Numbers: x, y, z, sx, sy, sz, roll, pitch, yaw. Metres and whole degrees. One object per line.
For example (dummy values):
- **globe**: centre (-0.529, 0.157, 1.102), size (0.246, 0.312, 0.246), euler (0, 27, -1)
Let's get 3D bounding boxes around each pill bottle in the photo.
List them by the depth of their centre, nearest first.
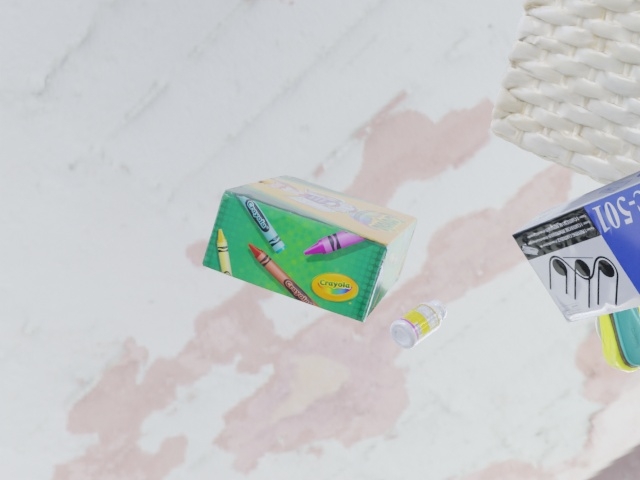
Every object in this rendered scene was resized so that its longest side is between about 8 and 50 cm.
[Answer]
- **pill bottle**: centre (0.136, 0.112, 1.501), size (0.083, 0.043, 0.043), euler (-30, -38, -40)

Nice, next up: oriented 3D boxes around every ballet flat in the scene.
- **ballet flat**: centre (0.422, 0.076, 1.593), size (0.077, 0.077, 0.230), euler (-5, -95, -19)

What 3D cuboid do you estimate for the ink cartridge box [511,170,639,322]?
- **ink cartridge box**: centre (0.247, 0.003, 0.896), size (0.046, 0.207, 0.097), euler (-34, -88, -24)

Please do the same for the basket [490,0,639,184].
- **basket**: centre (0.398, -0.226, 1.171), size (0.266, 0.331, 0.328), euler (-24, -46, -46)

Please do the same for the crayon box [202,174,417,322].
- **crayon box**: centre (0.000, 0.000, 1.148), size (0.165, 0.278, 0.081), euler (19, -81, 8)
